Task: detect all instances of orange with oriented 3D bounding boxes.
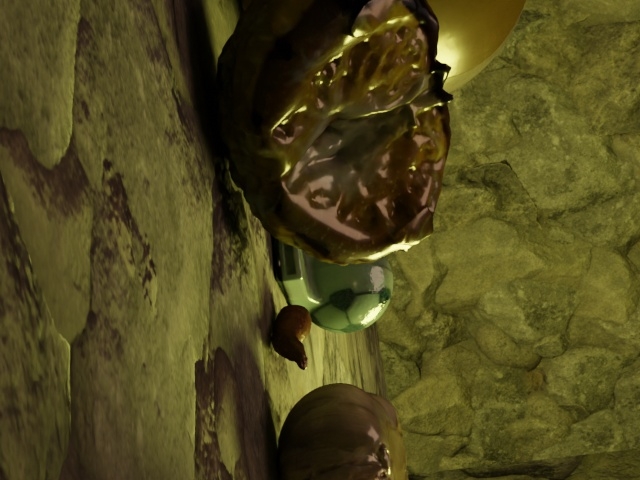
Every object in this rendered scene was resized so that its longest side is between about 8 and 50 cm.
[{"bbox_3d":[-0.004,-0.149,1.508,0.210,0.271,0.369,27,-38,39],"label":"orange"}]

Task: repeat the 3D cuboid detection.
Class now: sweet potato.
[{"bbox_3d":[-0.036,0.121,1.695,0.214,0.050,0.050,-83,165,-78],"label":"sweet potato"}]

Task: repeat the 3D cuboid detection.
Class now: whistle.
[{"bbox_3d":[0.028,0.051,1.947,0.290,0.163,0.163,70,13,-69],"label":"whistle"}]

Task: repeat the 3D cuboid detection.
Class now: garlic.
[{"bbox_3d":[0.026,0.282,1.610,0.228,0.152,0.228,-5,90,-77],"label":"garlic"}]

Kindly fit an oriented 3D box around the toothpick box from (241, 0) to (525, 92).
[{"bbox_3d":[0.069,-0.396,1.707,0.425,0.409,0.409,69,15,-66],"label":"toothpick box"}]
